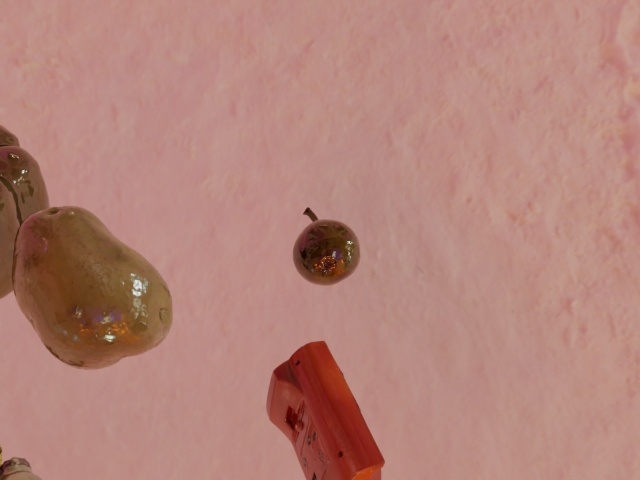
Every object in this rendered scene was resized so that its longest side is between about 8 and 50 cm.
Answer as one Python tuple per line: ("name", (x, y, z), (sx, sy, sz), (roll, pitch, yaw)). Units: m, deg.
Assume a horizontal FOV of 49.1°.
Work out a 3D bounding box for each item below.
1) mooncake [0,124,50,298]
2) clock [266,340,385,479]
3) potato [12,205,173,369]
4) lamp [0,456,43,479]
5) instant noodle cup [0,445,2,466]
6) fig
("mooncake", (-0.624, -0.057, 1.094), (0.378, 0.201, 0.378), (10, 34, -7))
("clock", (0.001, 0.193, 0.679), (0.061, 0.113, 0.155), (-8, 42, -24))
("potato", (-0.259, 0.050, 0.787), (0.157, 0.157, 0.194), (-26, 92, -19))
("lamp", (-0.434, 0.416, 1.021), (0.101, 0.101, 0.250), (-22, 37, -18))
("instant noodle cup", (-0.619, 0.381, 1.113), (0.182, 0.144, 0.182), (-2, 104, -8))
("fig", (0.000, 0.000, 1.310), (0.124, 0.236, 0.124), (-4, 112, -10))
